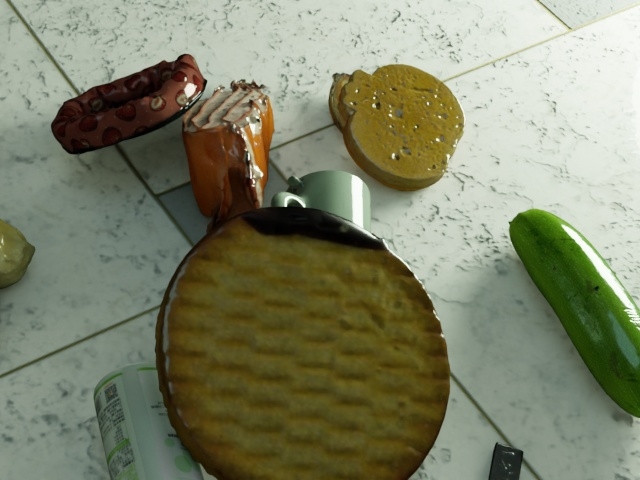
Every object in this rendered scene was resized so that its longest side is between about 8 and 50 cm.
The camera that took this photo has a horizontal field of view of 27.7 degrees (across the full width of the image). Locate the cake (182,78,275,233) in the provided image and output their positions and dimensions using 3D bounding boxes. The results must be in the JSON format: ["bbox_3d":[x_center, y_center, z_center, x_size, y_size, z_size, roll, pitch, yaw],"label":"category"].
[{"bbox_3d":[-0.109,-0.128,1.540,0.098,0.135,0.287,-11,39,4],"label":"cake"}]

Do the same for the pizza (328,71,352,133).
[{"bbox_3d":[0.047,-0.161,1.637,0.100,0.029,0.099,17,57,12],"label":"pizza"}]

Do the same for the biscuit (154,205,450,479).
[{"bbox_3d":[-0.013,0.116,1.288,0.318,0.040,0.318,9,68,-22],"label":"biscuit"}]

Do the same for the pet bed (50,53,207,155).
[{"bbox_3d":[-0.225,-0.159,1.532,0.201,0.053,0.201,-21,22,9],"label":"pet bed"}]

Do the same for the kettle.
[{"bbox_3d":[0.006,0.000,1.426,0.098,0.127,0.148,-9,50,10],"label":"kettle"}]

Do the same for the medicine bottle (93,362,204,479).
[{"bbox_3d":[-0.160,0.212,1.242,0.086,0.086,0.183,-9,51,-14],"label":"medicine bottle"}]

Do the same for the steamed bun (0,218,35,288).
[{"bbox_3d":[-0.451,0.004,1.365,0.295,0.137,0.292,32,50,23],"label":"steamed bun"}]

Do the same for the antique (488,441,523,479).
[{"bbox_3d":[0.170,0.280,1.264,0.031,0.015,0.192,14,49,5],"label":"antique"}]

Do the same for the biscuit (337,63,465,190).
[{"bbox_3d":[0.092,-0.140,1.593,0.170,0.050,0.170,7,62,-14],"label":"biscuit"}]

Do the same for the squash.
[{"bbox_3d":[0.293,0.067,1.421,0.082,0.082,0.292,-13,51,-17],"label":"squash"}]
